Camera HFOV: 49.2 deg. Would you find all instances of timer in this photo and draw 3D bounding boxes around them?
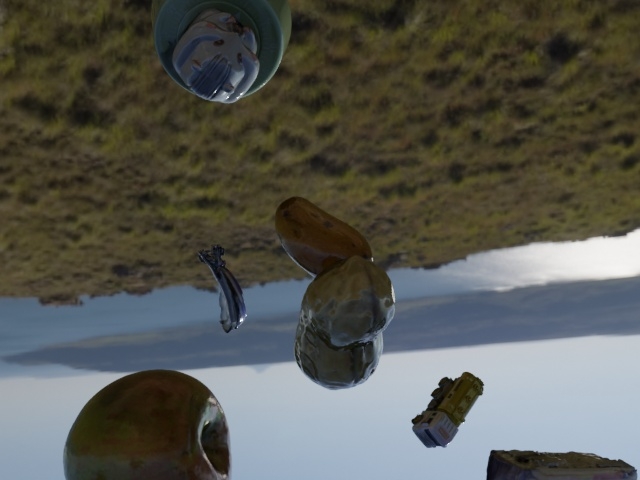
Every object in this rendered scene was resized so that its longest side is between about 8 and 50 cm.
[{"bbox_3d":[-0.196,-0.374,1.346,0.290,0.315,0.291,-2,126,-3],"label":"timer"}]

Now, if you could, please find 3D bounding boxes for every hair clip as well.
[{"bbox_3d":[-0.173,0.091,1.247,0.049,0.172,0.116,-20,-167,-17],"label":"hair clip"}]

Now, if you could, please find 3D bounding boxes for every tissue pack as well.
[{"bbox_3d":[0.379,0.519,1.138,0.242,0.344,0.125,8,176,-22],"label":"tissue pack"}]

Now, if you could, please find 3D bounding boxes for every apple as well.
[{"bbox_3d":[-0.347,0.437,1.426,0.339,0.340,0.339,-4,171,-1],"label":"apple"}]

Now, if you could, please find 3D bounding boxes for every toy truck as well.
[{"bbox_3d":[0.356,0.464,1.930,0.227,0.098,0.114,-46,-168,-30],"label":"toy truck"}]

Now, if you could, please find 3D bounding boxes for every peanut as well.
[{"bbox_3d":[0.035,0.121,0.998,0.147,0.147,0.306,-3,142,-10],"label":"peanut"}]

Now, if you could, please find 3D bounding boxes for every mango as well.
[{"bbox_3d":[0.000,0.002,1.098,0.090,0.178,0.115,-56,175,34],"label":"mango"}]
